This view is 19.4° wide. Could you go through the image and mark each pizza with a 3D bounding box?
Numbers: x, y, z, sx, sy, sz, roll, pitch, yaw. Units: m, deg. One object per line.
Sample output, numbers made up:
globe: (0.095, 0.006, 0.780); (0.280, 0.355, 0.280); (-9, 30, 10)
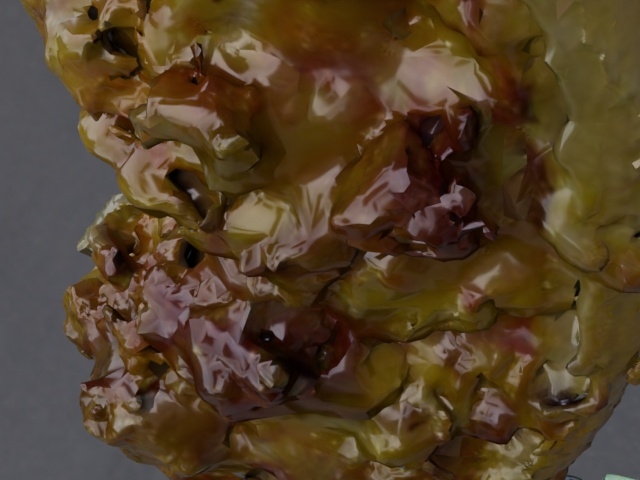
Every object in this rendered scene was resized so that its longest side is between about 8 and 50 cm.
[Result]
pizza: (0.000, 0.000, 0.434); (0.161, 0.305, 0.085); (17, 56, 11)

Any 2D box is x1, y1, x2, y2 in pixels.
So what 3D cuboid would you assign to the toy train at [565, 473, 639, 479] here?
toy train: (0.100, 0.118, 0.677); (0.083, 0.053, 0.033); (93, -167, -45)
